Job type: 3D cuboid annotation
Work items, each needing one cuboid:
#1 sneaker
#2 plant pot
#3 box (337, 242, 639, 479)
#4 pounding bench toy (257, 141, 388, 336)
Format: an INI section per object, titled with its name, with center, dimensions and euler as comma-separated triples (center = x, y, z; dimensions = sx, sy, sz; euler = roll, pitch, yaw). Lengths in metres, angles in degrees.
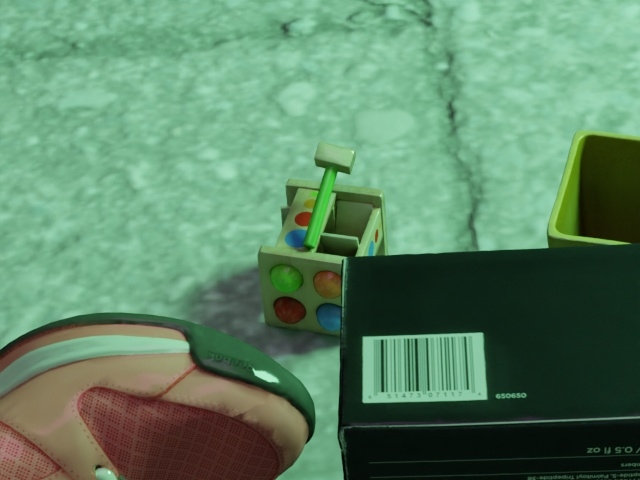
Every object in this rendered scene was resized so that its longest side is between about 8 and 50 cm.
[sneaker]
center = -0.152, 0.128, 0.829
dimensions = 0.314, 0.116, 0.136
euler = -10, 53, 5
[plant pot]
center = 0.159, 0.006, 0.924
dimensions = 0.081, 0.083, 0.081
euler = 8, 45, 15
[box]
center = 0.143, 0.096, 0.757
dimensions = 0.261, 0.184, 0.103
euler = -2, 41, 3
[pounding bench toy]
center = 0.000, 0.000, 0.947
dimensions = 0.052, 0.083, 0.065
euler = 8, 44, 14
